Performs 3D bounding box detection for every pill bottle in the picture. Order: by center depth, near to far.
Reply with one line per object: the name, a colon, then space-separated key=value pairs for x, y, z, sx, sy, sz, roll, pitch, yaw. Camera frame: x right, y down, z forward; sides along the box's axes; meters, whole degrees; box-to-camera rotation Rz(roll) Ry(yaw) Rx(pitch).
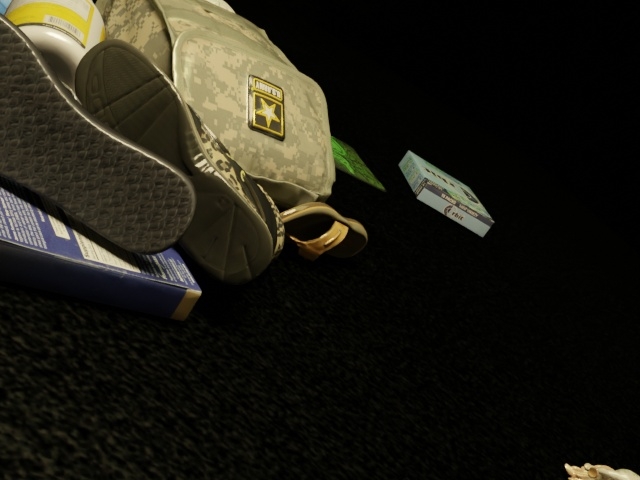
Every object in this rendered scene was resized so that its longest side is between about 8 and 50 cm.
pill bottle: x=-0.273 y=-0.199 z=0.898 sx=0.103 sy=0.103 sz=0.184 roll=27 pitch=27 yaw=-24

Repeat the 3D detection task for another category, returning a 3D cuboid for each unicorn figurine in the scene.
unicorn figurine: x=0.324 y=0.267 z=0.866 sx=0.111 sy=0.060 sz=0.162 roll=19 pitch=23 yaw=-39

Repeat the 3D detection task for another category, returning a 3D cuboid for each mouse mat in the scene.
mouse mat: x=0.027 y=-0.153 z=1.539 sx=0.153 sy=0.007 sz=0.189 roll=23 pitch=20 yaw=-33

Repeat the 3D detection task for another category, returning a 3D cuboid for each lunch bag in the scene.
lunch bag: x=-0.123 y=-0.156 z=1.002 sx=0.235 sy=0.169 sz=0.287 roll=15 pitch=31 yaw=-45

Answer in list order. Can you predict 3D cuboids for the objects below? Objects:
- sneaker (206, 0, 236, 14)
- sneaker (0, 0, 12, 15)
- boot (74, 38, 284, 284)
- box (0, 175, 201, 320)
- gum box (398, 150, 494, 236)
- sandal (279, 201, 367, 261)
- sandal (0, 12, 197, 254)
sneaker: x=-0.174 y=-0.370 z=1.612 sx=0.232 sy=0.090 sz=0.115 roll=30 pitch=21 yaw=-11
sneaker: x=-0.407 y=-0.256 z=0.923 sx=0.209 sy=0.069 sz=0.082 roll=27 pitch=38 yaw=-32
boot: x=-0.118 y=-0.064 z=0.805 sx=0.236 sy=0.085 sz=0.178 roll=53 pitch=4 yaw=3
box: x=-0.209 y=-0.013 z=0.665 sx=0.225 sy=0.036 sz=0.136 roll=21 pitch=21 yaw=-42
gum box: x=0.239 y=-0.092 z=1.705 sx=0.157 sy=0.041 sz=0.184 roll=29 pitch=17 yaw=-18
sandal: x=0.000 y=0.000 z=0.994 sx=0.180 sy=0.072 sz=0.049 roll=18 pitch=45 yaw=-53
sandal: x=-0.206 y=-0.080 z=0.658 sx=0.254 sy=0.097 sz=0.054 roll=42 pitch=3 yaw=-9
